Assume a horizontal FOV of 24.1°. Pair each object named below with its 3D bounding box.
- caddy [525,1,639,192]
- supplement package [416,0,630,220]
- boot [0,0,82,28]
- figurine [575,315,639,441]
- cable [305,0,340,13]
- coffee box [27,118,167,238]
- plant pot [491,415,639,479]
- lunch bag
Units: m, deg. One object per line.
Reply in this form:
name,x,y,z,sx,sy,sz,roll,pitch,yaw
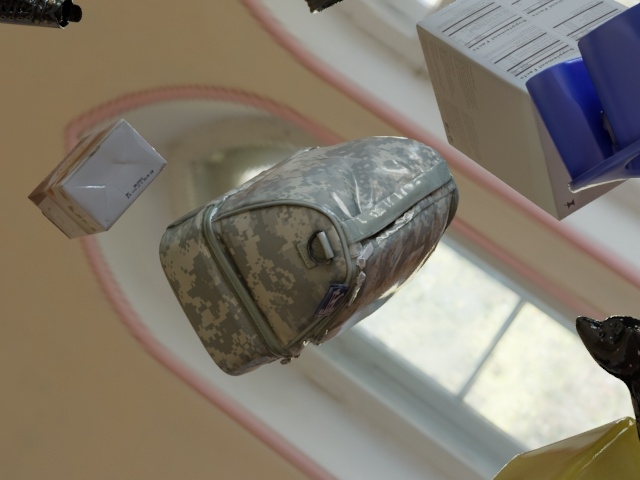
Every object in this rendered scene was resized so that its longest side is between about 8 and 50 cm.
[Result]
caddy,0.386,-0.161,1.570,0.341,0.179,0.241,-26,-6,-26
supplement package,0.290,-0.198,1.926,0.198,0.263,0.199,-30,-53,-14
boot,-0.357,-0.267,1.661,0.198,0.137,0.076,-53,-22,-70
figurine,0.366,0.144,1.411,0.209,0.215,0.092,49,-120,-30
cable,0.096,-0.368,1.876,0.287,0.072,0.139,-14,17,47
coffee box,-0.340,-0.088,2.260,0.141,0.098,0.246,-49,15,-18
plant pot,0.276,0.351,1.691,0.187,0.212,0.212,-23,-5,-41
lunch bag,0.000,0.000,1.750,0.256,0.212,0.305,-27,3,37
